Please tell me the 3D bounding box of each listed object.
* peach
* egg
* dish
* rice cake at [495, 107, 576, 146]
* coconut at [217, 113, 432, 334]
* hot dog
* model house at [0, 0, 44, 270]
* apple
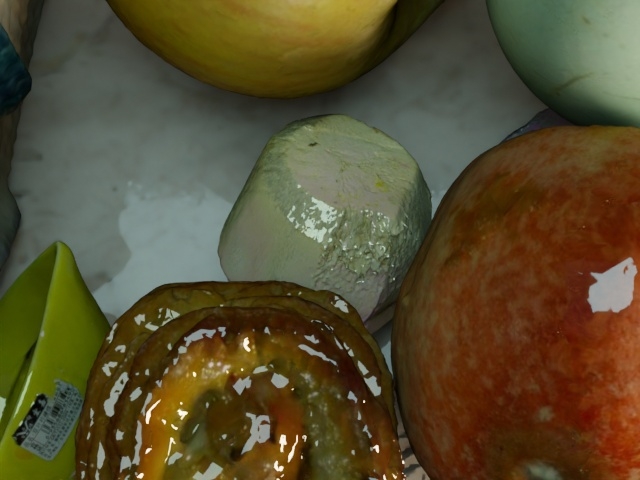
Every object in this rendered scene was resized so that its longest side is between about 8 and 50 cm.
[{"bbox_3d":[0.146,0.068,0.976,0.232,0.232,0.256,6,81,4],"label":"peach"},{"bbox_3d":[0.178,-0.140,0.990,0.168,0.231,0.168,-5,79,25],"label":"egg"},{"bbox_3d":[-0.162,0.106,1.031,0.080,0.149,0.207,23,97,-21],"label":"dish"},{"bbox_3d":[0.152,-0.060,1.103,0.207,0.036,0.047,-41,72,-8],"label":"rice cake"},{"bbox_3d":[0.000,0.000,1.054,0.116,0.122,0.116,14,42,-12],"label":"coconut"},{"bbox_3d":[-0.044,0.155,0.971,0.175,0.114,0.259,-1,98,-4],"label":"hot dog"},{"bbox_3d":[-0.275,-0.091,0.991,0.243,0.298,0.284,1,76,3],"label":"model house"},{"bbox_3d":[-0.015,-0.223,1.031,0.233,0.286,0.286,41,80,5],"label":"apple"}]
